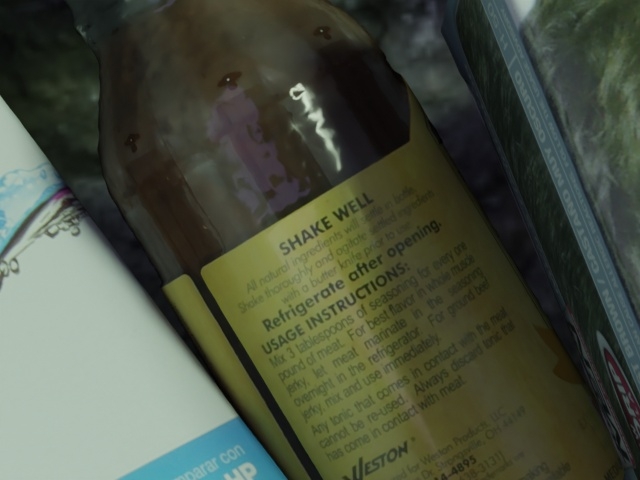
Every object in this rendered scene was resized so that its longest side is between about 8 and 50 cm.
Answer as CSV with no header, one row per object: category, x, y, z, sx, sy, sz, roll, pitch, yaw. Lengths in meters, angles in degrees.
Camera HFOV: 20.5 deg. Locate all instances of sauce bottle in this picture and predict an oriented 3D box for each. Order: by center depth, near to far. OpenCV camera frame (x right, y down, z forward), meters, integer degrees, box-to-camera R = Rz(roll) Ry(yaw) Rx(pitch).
sauce bottle,0.000,0.000,0.599,0.111,0.111,0.344,-29,93,8

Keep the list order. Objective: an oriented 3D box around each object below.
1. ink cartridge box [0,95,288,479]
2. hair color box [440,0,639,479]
ink cartridge box,-0.178,0.079,0.583,0.270,0.197,0.198,53,131,12
hair color box,0.246,-0.062,0.545,0.374,0.113,0.185,-20,79,-4
